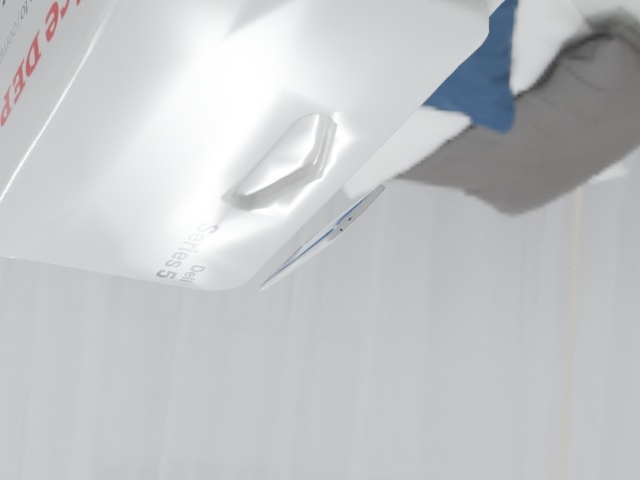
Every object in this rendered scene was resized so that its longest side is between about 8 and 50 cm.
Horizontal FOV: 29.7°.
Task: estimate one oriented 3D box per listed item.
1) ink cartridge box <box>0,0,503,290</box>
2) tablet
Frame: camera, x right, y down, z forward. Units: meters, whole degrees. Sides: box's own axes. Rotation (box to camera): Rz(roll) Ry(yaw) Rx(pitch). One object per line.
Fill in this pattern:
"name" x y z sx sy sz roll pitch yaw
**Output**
"ink cartridge box" -0.054 -0.147 0.462 0.114 0.273 0.198 9 146 -29
"tablet" 0.000 0.000 0.664 0.006 0.054 0.083 48 143 -3
